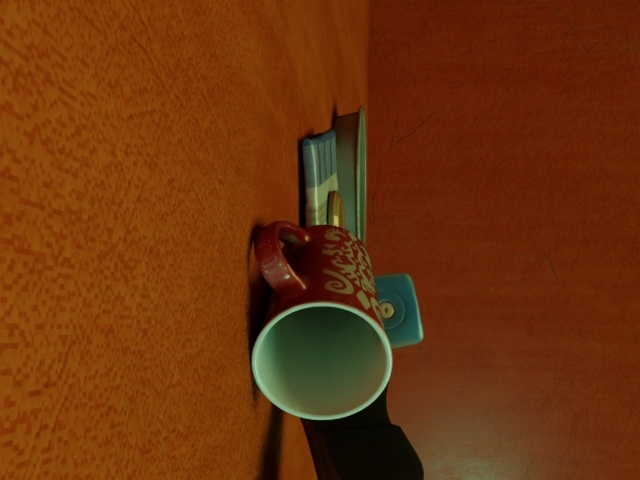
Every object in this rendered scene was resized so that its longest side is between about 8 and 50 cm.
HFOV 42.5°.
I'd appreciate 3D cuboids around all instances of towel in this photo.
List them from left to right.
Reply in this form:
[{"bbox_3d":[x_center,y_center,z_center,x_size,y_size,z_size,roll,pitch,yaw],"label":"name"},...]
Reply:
[{"bbox_3d":[0.000,0.000,1.089,0.209,0.034,0.285,-57,145,-76],"label":"towel"}]

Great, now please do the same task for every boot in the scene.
[{"bbox_3d":[0.019,0.187,0.817,0.305,0.112,0.115,-107,-159,-61],"label":"boot"}]

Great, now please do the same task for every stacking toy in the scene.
[{"bbox_3d":[0.131,0.198,2.013,0.302,0.165,0.175,113,-32,-73],"label":"stacking toy"}]

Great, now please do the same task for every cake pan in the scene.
[{"bbox_3d":[0.055,-0.108,1.561,0.293,0.054,0.293,0,90,-85],"label":"cake pan"}]

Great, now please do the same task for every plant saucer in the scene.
[{"bbox_3d":[0.022,-0.024,1.083,0.083,0.013,0.084,-1,90,-82],"label":"plant saucer"}]

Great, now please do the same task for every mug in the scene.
[{"bbox_3d":[0.003,0.045,0.721,0.169,0.113,0.150,-86,176,-65],"label":"mug"}]
